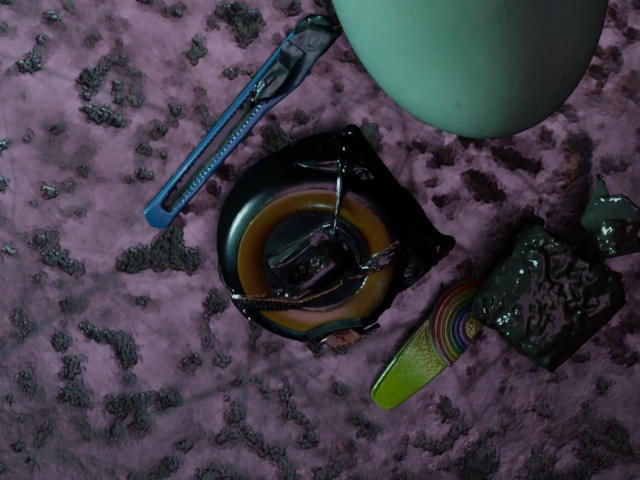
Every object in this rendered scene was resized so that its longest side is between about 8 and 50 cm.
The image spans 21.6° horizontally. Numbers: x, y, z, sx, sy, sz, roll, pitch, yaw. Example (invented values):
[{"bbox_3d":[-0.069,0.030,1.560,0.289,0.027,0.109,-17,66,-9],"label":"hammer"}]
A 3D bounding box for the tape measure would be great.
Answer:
[{"bbox_3d":[0.000,0.000,1.732,0.223,0.135,0.202,-36,109,8],"label":"tape measure"}]

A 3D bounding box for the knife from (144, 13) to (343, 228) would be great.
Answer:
[{"bbox_3d":[-0.081,-0.125,1.759,0.044,0.026,0.296,38,94,-21],"label":"knife"}]

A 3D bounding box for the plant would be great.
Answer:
[{"bbox_3d":[0.257,0.031,1.754,0.131,0.142,0.203,44,82,-4],"label":"plant"}]

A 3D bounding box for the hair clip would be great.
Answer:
[{"bbox_3d":[0.124,0.110,1.812,0.060,0.033,0.188,42,94,-10],"label":"hair clip"}]

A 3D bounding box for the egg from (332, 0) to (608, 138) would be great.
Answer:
[{"bbox_3d":[0.138,-0.289,1.621,0.276,0.276,0.389,-17,98,-1],"label":"egg"}]
